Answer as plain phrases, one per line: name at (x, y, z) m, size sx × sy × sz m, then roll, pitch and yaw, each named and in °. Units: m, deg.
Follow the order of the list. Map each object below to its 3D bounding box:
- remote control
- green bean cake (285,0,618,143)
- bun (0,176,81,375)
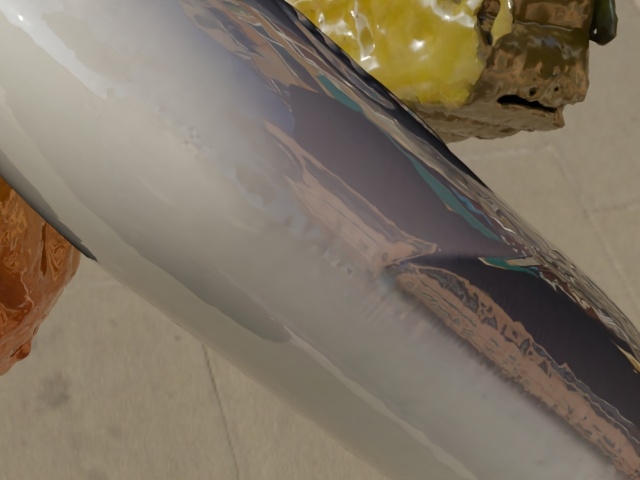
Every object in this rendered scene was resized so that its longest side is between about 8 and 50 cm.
remote control at (0.000, 0.000, 0.449) m, size 0.103 × 0.332 × 0.221 m, roll -49°, pitch 23°, yaw 0°
green bean cake at (0.043, -0.172, 0.773) m, size 0.224 × 0.230 × 0.131 m, roll -3°, pitch -2°, yaw 44°
bun at (-0.231, 0.011, 0.785) m, size 0.165 × 0.299 × 0.299 m, roll 45°, pitch 55°, yaw -1°
